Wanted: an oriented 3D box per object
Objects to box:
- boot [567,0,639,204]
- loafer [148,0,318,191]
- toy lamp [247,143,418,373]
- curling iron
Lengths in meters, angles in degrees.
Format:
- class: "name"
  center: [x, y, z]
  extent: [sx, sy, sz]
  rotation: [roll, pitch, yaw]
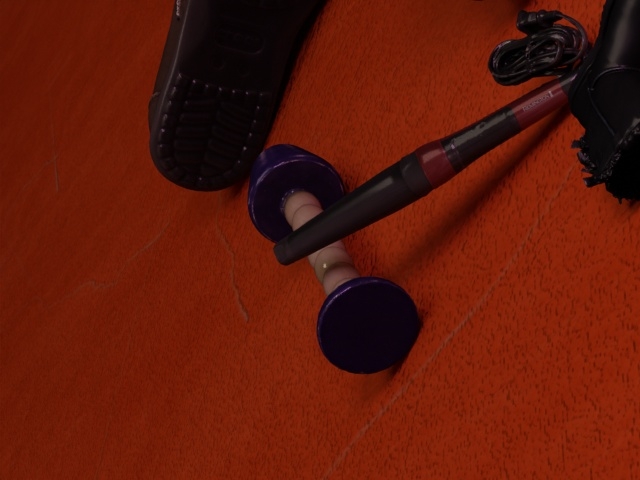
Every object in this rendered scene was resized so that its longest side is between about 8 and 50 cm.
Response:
- class: "boot"
  center: [0.181, -0.089, 1.038]
  extent: [0.099, 0.045, 0.121]
  rotation: [-99, 29, -54]
- class: "loafer"
  center: [-0.075, -0.230, 1.632]
  extent: [0.366, 0.134, 0.130]
  rotation: [-65, 23, 10]
- class: "toy lamp"
  center: [0.000, 0.000, 1.335]
  extent: [0.080, 0.080, 0.274]
  rotation: [-63, 24, 15]
- class: "curling iron"
  center: [0.072, -0.059, 1.199]
  extent: [0.274, 0.035, 0.068]
  rotation: [-39, 44, 28]
